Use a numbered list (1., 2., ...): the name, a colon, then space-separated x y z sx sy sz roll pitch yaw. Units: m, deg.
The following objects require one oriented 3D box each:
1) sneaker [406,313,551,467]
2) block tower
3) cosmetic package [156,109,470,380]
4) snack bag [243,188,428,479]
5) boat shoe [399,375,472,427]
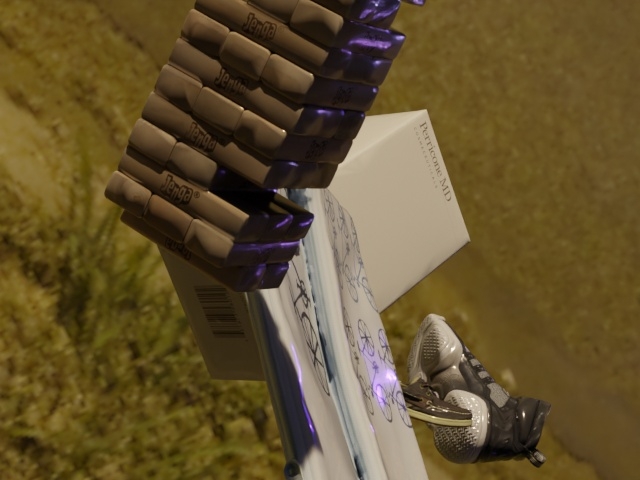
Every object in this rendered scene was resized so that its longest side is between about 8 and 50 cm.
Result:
1. sneaker: 0.212 0.208 1.907 0.153 0.101 0.268 17 29 -21
2. block tower: -0.002 -0.136 0.794 0.097 0.335 0.091 31 14 21
3. cosmetic package: 0.000 0.000 1.732 0.365 0.155 0.197 -36 112 -40
4. snack bag: 0.012 0.087 1.057 0.342 0.037 0.323 42 32 -68
5. boat shoe: 0.112 0.188 1.726 0.056 0.152 0.049 2 102 -84
